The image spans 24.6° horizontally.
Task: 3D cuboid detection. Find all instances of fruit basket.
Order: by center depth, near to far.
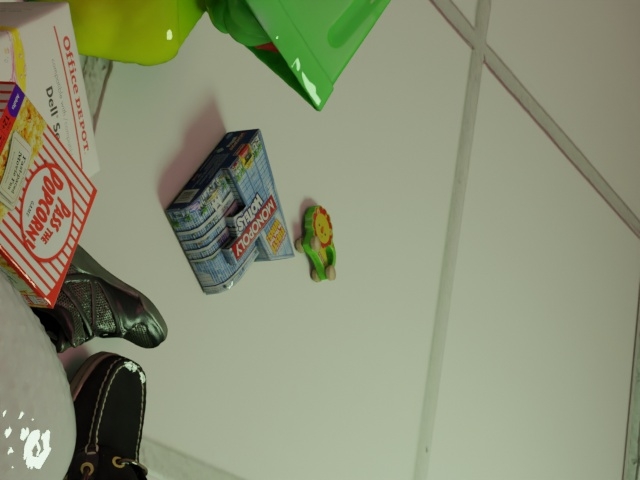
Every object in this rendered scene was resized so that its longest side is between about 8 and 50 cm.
[{"bbox_3d":[-0.158,-0.305,1.793,0.283,0.392,0.392,54,44,-47],"label":"fruit basket"}]

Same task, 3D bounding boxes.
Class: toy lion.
[{"bbox_3d":[0.000,0.000,2.258,0.100,0.034,0.096,63,31,-34],"label":"toy lion"}]

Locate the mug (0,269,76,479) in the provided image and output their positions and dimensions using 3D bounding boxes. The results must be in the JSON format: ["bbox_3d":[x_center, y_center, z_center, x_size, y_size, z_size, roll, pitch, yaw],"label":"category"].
[{"bbox_3d":[-0.415,0.161,1.320,0.374,0.276,0.328,-53,126,-19],"label":"mug"}]

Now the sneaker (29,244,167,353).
[{"bbox_3d":[-0.278,0.097,1.741,0.227,0.087,0.130,43,54,-45],"label":"sneaker"}]

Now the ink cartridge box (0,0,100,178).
[{"bbox_3d":[-0.347,-0.131,1.556,0.353,0.119,0.207,-50,137,-58],"label":"ink cartridge box"}]

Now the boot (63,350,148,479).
[{"bbox_3d":[-0.187,0.313,1.673,0.138,0.284,0.377,41,55,-50],"label":"boot"}]

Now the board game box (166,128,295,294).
[{"bbox_3d":[-0.112,-0.022,2.043,0.194,0.060,0.194,-57,133,-44],"label":"board game box"}]

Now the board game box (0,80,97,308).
[{"bbox_3d":[-0.301,-0.043,1.459,0.193,0.045,0.146,61,39,-54],"label":"board game box"}]
